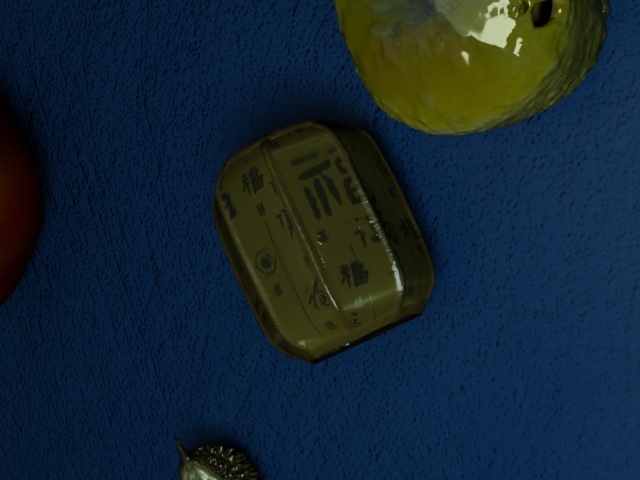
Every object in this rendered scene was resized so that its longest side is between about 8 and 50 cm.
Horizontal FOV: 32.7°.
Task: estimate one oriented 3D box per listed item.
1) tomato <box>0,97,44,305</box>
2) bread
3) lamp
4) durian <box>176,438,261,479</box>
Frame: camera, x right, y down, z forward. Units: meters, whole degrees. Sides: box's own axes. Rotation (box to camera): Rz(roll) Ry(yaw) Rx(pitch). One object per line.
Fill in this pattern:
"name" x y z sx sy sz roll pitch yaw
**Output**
"tomato" -0.419 -0.043 1.143 0.298 0.226 0.299 6 104 26
"bread" 0.110 -0.175 0.803 0.197 0.170 0.197 4 98 33
"lamp" 0.000 0.000 0.916 0.161 0.161 0.185 -29 82 33
"durian" -0.095 0.244 1.065 0.110 0.071 0.140 -16 102 39
